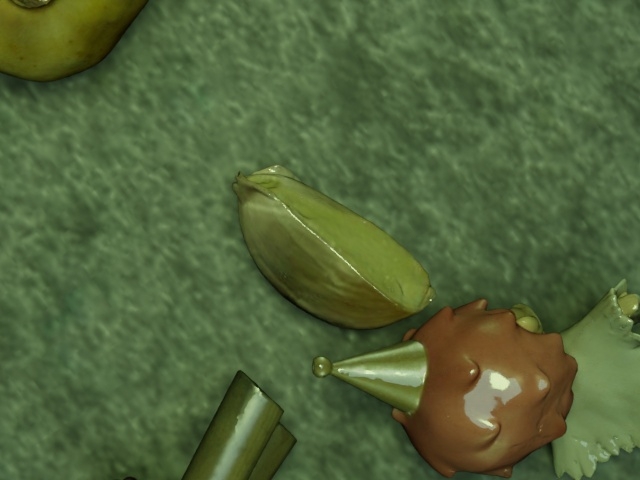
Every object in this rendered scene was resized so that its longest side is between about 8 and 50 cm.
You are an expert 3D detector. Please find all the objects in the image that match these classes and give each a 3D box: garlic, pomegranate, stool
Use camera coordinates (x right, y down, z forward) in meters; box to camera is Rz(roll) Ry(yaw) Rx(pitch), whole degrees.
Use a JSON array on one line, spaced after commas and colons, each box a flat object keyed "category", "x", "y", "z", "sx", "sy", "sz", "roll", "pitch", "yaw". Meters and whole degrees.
[{"category": "garlic", "x": 0.001, "y": 0.011, "z": 1.013, "sx": 0.195, "sy": 0.101, "sz": 0.087, "roll": 39, "pitch": 54, "yaw": -1}, {"category": "pomegranate", "x": -0.232, "y": -0.239, "z": 0.920, "sx": 0.233, "sy": 0.233, "sz": 0.233, "roll": 0, "pitch": 92, "yaw": -9}, {"category": "stool", "x": -0.048, "y": 0.251, "z": 0.933, "sx": 0.178, "sy": 0.272, "sz": 0.272, "roll": -44, "pitch": 97, "yaw": -11}]

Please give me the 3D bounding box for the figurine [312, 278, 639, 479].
[{"category": "figurine", "x": 0.173, "y": 0.121, "z": 1.021, "sx": 0.387, "sy": 0.166, "sz": 0.207, "roll": -1, "pitch": 128, "yaw": -15}]
